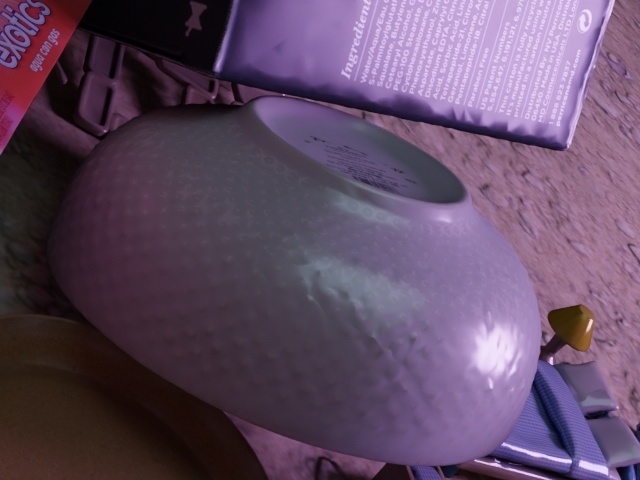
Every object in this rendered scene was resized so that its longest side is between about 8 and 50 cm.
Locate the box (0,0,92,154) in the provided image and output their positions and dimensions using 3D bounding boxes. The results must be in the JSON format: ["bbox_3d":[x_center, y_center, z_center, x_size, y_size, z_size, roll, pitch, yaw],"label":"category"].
[{"bbox_3d":[-0.255,-0.099,1.077,0.142,0.154,0.300,36,28,-13],"label":"box"}]

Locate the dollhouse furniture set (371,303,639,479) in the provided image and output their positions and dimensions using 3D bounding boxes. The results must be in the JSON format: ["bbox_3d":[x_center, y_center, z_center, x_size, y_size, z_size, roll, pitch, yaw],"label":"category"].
[{"bbox_3d":[0.177,0.118,1.307,0.286,0.198,0.303,21,33,-39],"label":"dollhouse furniture set"}]

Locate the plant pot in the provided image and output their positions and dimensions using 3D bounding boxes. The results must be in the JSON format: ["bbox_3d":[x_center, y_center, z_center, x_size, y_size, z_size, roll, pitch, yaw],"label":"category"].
[{"bbox_3d":[-0.128,0.138,1.015,0.236,0.032,0.236,28,30,-18],"label":"plant pot"}]

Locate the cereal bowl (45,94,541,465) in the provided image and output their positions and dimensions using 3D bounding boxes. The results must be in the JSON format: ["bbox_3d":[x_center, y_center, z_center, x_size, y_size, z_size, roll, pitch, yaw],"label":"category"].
[{"bbox_3d":[0.000,0.000,1.186,0.339,0.141,0.339,22,17,-7],"label":"cereal bowl"}]

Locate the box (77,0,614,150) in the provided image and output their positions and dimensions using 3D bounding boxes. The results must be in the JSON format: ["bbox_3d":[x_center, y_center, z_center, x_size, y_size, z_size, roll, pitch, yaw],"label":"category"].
[{"bbox_3d":[-0.007,-0.223,1.344,0.293,0.212,0.395,23,11,42],"label":"box"}]

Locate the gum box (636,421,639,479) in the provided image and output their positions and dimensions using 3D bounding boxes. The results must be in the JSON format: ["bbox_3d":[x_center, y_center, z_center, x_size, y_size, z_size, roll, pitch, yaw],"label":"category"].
[{"bbox_3d":[0.339,0.242,1.527,0.157,0.041,0.184,38,27,-11],"label":"gum box"}]

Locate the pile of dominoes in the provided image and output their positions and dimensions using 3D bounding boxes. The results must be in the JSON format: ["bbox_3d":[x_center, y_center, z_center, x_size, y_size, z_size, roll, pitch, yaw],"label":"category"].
[{"bbox_3d":[-0.112,-0.118,1.462,0.196,0.040,0.251,33,36,-23],"label":"pile of dominoes"}]

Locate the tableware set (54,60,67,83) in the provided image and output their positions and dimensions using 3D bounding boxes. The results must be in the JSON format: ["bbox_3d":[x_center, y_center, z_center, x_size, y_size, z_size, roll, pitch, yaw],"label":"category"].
[{"bbox_3d":[-0.261,-0.160,1.307,0.154,0.024,0.104,19,32,-39],"label":"tableware set"}]
